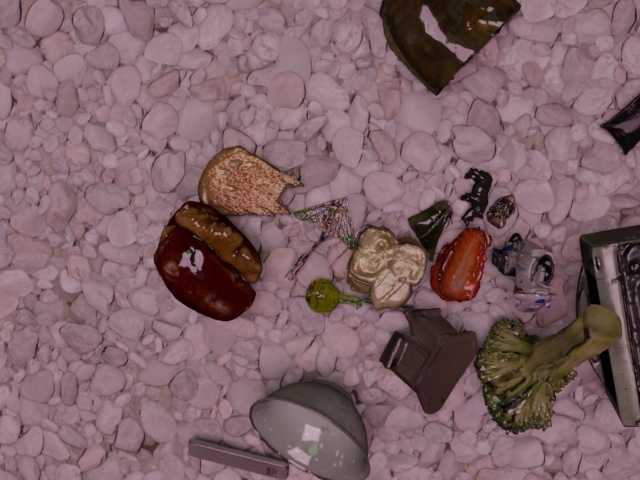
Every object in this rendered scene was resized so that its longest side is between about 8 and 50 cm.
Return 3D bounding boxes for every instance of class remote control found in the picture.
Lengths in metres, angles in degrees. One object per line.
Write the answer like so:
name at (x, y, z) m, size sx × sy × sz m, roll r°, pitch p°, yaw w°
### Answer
remote control at (-0.205, 0.545, 1.726) m, size 0.260 × 0.029 × 0.067 m, roll 13°, pitch 132°, yaw 5°

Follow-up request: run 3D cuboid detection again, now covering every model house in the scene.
model house at (0.236, 0.264, 1.608) m, size 0.188 × 0.122 × 0.229 m, roll 37°, pitch 107°, yaw 38°

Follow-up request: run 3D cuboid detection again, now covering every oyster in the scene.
oyster at (0.425, -0.071, 1.609) m, size 0.054 × 0.019 × 0.083 m, roll 35°, pitch 98°, yaw 2°

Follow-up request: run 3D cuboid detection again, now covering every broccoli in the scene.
broccoli at (0.496, 0.242, 1.493) m, size 0.221 × 0.252 × 0.361 m, roll 37°, pitch 122°, yaw 4°

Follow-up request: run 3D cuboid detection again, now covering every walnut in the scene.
walnut at (-0.247, 0.041, 1.596) m, size 0.269 × 0.222 × 0.244 m, roll 38°, pitch 129°, yaw -16°

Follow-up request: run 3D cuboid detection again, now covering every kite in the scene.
kite at (0.000, 0.000, 1.654) m, size 0.198 × 0.006 × 0.244 m, roll 34°, pitch 90°, yaw -7°

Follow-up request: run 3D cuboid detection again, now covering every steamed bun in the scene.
steamed bun at (0.152, 0.069, 1.613) m, size 0.177 × 0.106 × 0.193 m, roll 17°, pitch 88°, yaw 8°

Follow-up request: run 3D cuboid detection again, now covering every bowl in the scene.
bowl at (-0.001, 0.419, 1.622) m, size 0.313 × 0.146 × 0.314 m, roll 18°, pitch 139°, yaw 16°

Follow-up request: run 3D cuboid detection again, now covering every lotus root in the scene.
lotus root at (0.266, -0.514, 1.524) m, size 0.260 × 0.149 × 0.267 m, roll 45°, pitch 95°, yaw 0°

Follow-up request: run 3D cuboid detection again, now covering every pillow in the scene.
pillow at (0.714, -0.275, 1.545) m, size 0.150 × 0.048 × 0.090 m, roll -43°, pitch 81°, yaw 12°

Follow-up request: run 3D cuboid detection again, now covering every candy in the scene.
candy at (0.094, 0.146, 1.653) m, size 0.261 × 0.073 × 0.077 m, roll 7°, pitch 115°, yaw -2°

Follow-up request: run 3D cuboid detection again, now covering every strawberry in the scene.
strawberry at (0.328, 0.055, 1.610) m, size 0.121 × 0.082 × 0.188 m, roll 28°, pitch 88°, yaw -17°

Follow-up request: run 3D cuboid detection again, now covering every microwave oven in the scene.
microwave oven at (0.749, 0.166, 1.483) m, size 0.332 × 0.247 × 0.395 m, roll -11°, pitch 94°, yaw 8°

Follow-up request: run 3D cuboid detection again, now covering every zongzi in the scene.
zongzi at (0.278, -0.025, 1.617) m, size 0.109 × 0.055 × 0.119 m, roll -30°, pitch 103°, yaw 6°

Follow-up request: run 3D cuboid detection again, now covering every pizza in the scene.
pizza at (-0.167, -0.135, 1.660) m, size 0.261 × 0.034 × 0.181 m, roll 6°, pitch 97°, yaw 6°

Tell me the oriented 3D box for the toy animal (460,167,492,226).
toy animal at (0.360, -0.097, 1.601) m, size 0.064 × 0.047 × 0.136 m, roll 13°, pitch 91°, yaw -3°

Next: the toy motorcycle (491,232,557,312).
toy motorcycle at (0.453, 0.075, 1.528) m, size 0.102 × 0.221 × 0.150 m, roll 3°, pitch 108°, yaw -11°
